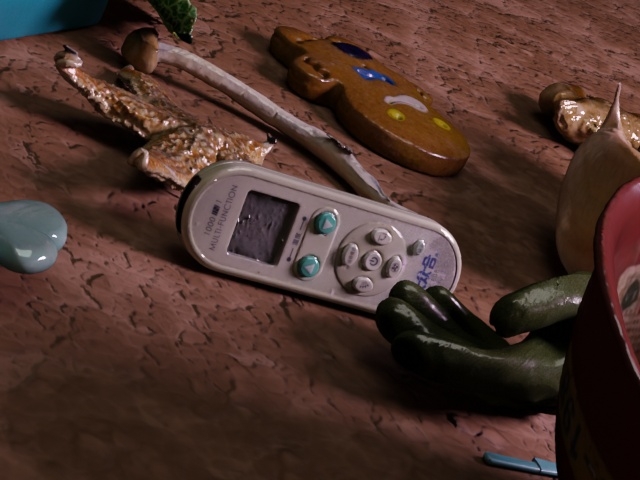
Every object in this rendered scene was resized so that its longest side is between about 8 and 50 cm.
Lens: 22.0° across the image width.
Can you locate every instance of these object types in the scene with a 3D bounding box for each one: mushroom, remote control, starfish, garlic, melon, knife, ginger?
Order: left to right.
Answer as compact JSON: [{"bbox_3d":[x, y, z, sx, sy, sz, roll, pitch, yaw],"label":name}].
[{"bbox_3d":[-0.147,-0.218,1.442,0.053,0.114,0.262,-21,26,-4],"label":"melon"},{"bbox_3d":[-0.099,-0.067,1.245,0.295,0.048,0.231,43,17,28],"label":"starfish"},{"bbox_3d":[-0.032,-0.095,1.392,0.306,0.043,0.068,31,40,5],"label":"mushroom"},{"bbox_3d":[0.000,0.000,1.167,0.221,0.078,0.042,16,12,-25],"label":"remote control"},{"bbox_3d":[0.145,0.151,1.100,0.091,0.005,0.014,15,27,-29],"label":"knife"},{"bbox_3d":[0.327,-0.120,1.821,0.214,0.059,0.133,20,16,-21],"label":"ginger"},{"bbox_3d":[0.280,-0.023,1.422,0.145,0.164,0.245,2,24,-14],"label":"garlic"}]

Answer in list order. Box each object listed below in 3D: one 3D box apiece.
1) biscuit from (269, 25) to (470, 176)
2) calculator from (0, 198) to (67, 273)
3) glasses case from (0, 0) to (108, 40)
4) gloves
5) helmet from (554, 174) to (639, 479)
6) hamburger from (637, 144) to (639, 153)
[{"bbox_3d":[0.052,-0.137,1.577,0.180,0.039,0.236,4,34,-46],"label":"biscuit"},{"bbox_3d":[-0.292,-0.033,0.963,0.295,0.042,0.184,18,24,-16],"label":"calculator"},{"bbox_3d":[-0.288,-0.214,1.320,0.117,0.070,0.301,33,24,13],"label":"glasses case"},{"bbox_3d":[0.161,0.067,1.155,0.268,0.135,0.107,-1,60,-29],"label":"gloves"},{"bbox_3d":[0.275,0.153,0.952,0.337,0.230,0.385,7,41,-22],"label":"helmet"},{"bbox_3d":[0.373,-0.051,1.542,0.122,0.189,0.215,15,36,-45],"label":"hamburger"}]
